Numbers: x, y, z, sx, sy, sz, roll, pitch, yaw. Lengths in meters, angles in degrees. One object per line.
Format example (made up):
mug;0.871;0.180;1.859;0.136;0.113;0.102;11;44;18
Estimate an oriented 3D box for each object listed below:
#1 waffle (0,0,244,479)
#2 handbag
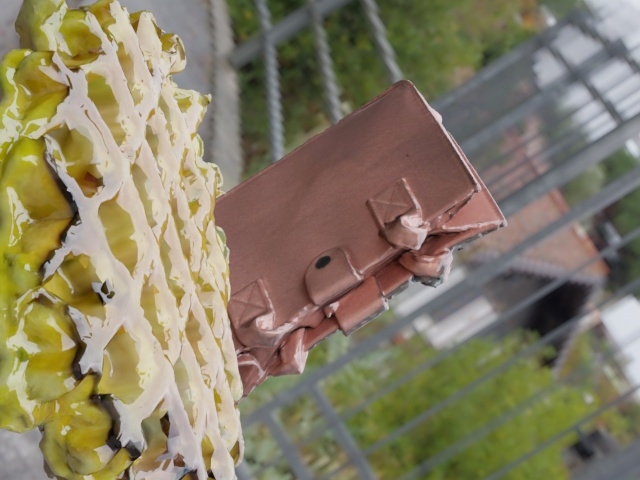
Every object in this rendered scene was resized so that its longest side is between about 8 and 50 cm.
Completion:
waffle;-0.084;0.008;0.728;0.243;0.059;0.238;41;40;-70
handbag;0.000;0.000;1.063;0.059;0.212;0.157;52;8;-34
